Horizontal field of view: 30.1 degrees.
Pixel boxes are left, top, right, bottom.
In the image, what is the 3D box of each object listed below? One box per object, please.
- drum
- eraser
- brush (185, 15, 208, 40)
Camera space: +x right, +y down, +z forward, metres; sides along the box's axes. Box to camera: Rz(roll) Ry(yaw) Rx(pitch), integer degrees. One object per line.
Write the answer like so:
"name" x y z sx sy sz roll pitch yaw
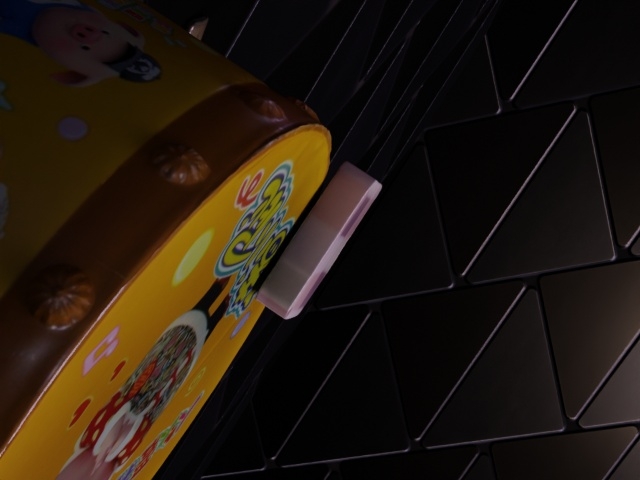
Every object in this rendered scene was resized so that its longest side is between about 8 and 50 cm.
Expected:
"drum" -0.190 0.047 0.680 0.431 0.214 0.431 -54 171 -13
"eraser" 0.000 0.000 0.770 0.105 0.026 0.065 -57 175 4
"brush" -0.135 -0.105 1.024 0.190 0.027 0.034 -60 172 25
